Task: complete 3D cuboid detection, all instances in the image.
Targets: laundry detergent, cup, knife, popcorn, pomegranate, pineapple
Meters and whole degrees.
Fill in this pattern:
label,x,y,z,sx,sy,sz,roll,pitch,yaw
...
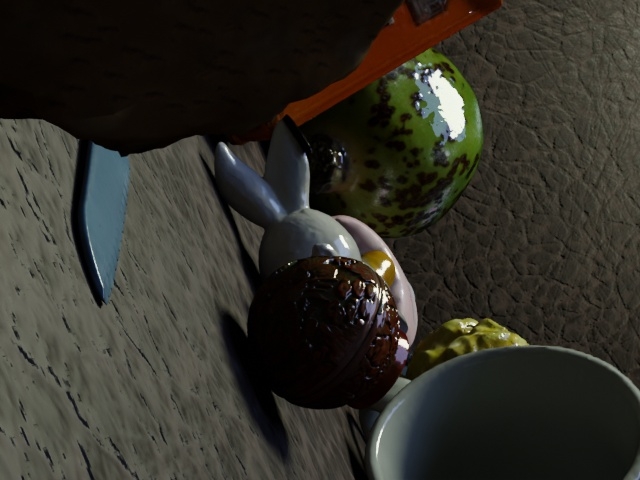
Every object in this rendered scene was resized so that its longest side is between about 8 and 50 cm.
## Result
label,x,y,z,sx,sy,sz,roll,pitch,yaw
laundry detergent,0.057,0.058,1.534,0.159,0.088,0.335,65,3,9
cup,0.145,0.240,1.164,0.301,0.227,0.257,29,-39,45
knife,-0.108,-0.051,0.695,0.313,0.019,0.044,-100,168,-63
popcorn,0.155,0.188,1.346,0.169,0.189,0.218,3,65,-45
pomegranate,0.060,-0.114,1.579,0.270,0.254,0.254,-25,91,-56
pineapple,-0.100,-0.204,0.518,0.357,0.223,0.223,59,-1,43

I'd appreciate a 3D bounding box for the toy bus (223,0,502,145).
label,x,y,z,sx,sy,sz,roll,pitch,yaw
toy bus,0.043,-0.215,1.202,0.153,0.329,0.143,10,-52,63

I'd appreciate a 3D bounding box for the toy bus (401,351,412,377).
label,x,y,z,sx,sy,sz,roll,pitch,yaw
toy bus,0.113,0.197,1.702,0.166,0.047,0.065,-110,177,-47

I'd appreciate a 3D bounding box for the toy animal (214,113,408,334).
label,x,y,z,sx,sy,sz,roll,pitch,yaw
toy animal,0.000,0.000,1.023,0.181,0.131,0.127,-123,-154,-48

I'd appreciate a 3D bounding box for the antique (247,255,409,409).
label,x,y,z,sx,sy,sz,roll,pitch,yaw
antique,0.002,0.056,0.849,0.104,0.104,0.104,-24,90,-85
